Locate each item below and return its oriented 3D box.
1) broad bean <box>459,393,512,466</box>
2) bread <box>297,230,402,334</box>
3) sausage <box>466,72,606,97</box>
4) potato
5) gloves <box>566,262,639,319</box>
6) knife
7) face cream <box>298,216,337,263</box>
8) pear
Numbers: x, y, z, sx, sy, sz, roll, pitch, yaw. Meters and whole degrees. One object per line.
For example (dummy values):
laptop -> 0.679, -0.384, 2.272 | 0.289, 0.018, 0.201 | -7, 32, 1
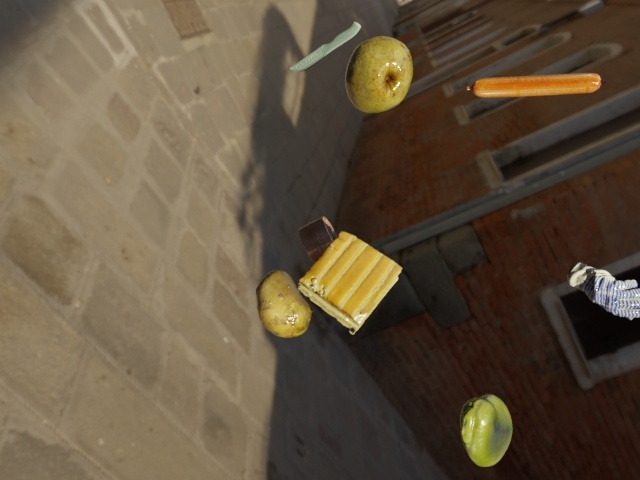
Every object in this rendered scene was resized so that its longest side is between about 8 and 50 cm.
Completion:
broad bean -> 0.565, 0.642, 2.349 | 0.238, 0.119, 0.291 | -57, 132, -30
bread -> 0.085, 0.125, 2.134 | 0.239, 0.246, 0.111 | 33, -22, 14
sausage -> 0.557, -0.403, 1.792 | 0.053, 0.348, 0.053 | 2, 90, -71
potato -> -0.098, 0.161, 1.704 | 0.176, 0.137, 0.137 | 58, 8, 35
gloves -> 0.758, 0.137, 1.803 | 0.229, 0.097, 0.119 | 24, -30, 31
knife -> 0.012, -0.456, 1.643 | 0.028, 0.210, 0.015 | 57, 31, -8
face cream -> 0.000, 0.000, 2.486 | 0.149, 0.104, 0.149 | 60, 10, -18
pear -> 0.170, -0.481, 2.015 | 0.211, 0.188, 0.228 | -114, -143, -71
